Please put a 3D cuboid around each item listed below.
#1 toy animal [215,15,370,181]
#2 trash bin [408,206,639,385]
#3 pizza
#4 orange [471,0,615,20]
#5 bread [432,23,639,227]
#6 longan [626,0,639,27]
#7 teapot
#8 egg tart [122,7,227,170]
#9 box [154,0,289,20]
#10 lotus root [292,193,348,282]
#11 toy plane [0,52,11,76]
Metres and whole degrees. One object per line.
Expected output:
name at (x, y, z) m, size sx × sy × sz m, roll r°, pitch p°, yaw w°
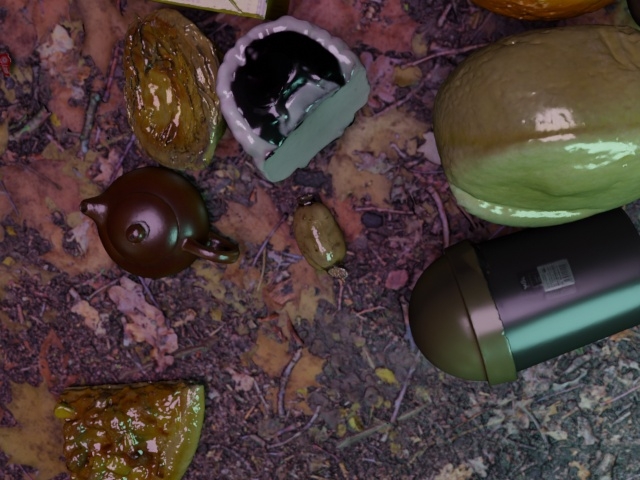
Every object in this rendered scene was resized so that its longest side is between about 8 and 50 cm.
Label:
toy animal at (-0.047, -0.207, 1.189) m, size 0.208 × 0.204 × 0.156 m, roll -43°, pitch 75°, yaw 1°
trash bin at (0.290, 0.081, 1.197) m, size 0.334 × 0.214 × 0.214 m, roll -21°, pitch 99°, yaw 5°
pizza at (-0.307, 0.368, 1.416) m, size 0.269 × 0.087 × 0.257 m, roll -7°, pitch 105°, yaw 8°
orange at (0.285, -0.432, 1.023) m, size 0.341 × 0.340 × 0.293 m, roll -40°, pitch 130°, yaw 15°
bread at (0.306, -0.160, 1.080) m, size 0.321 × 0.320 × 0.237 m, roll -13°, pitch 73°, yaw 11°
longan at (0.488, -0.349, 1.097) m, size 0.168 × 0.167 × 0.187 m, roll -4°, pitch 81°, yaw 9°
teapot at (-0.247, -0.014, 1.291) m, size 0.252 × 0.135 × 0.178 m, roll 21°, pitch 109°, yaw 4°
egg tart at (-0.205, -0.224, 1.245) m, size 0.232 × 0.098 × 0.252 m, roll -24°, pitch 88°, yaw 43°
box at (-0.195, -0.352, 1.194) m, size 0.279 × 0.153 × 0.040 m, roll 10°, pitch 103°, yaw 6°
lotus root at (0.000, 0.000, 1.294) m, size 0.072 × 0.063 × 0.151 m, roll -28°, pitch 94°, yaw 4°
toy plane at (-0.558, -0.291, 1.322) m, size 0.145 × 0.037 × 0.060 m, roll 5°, pitch 107°, yaw 8°
